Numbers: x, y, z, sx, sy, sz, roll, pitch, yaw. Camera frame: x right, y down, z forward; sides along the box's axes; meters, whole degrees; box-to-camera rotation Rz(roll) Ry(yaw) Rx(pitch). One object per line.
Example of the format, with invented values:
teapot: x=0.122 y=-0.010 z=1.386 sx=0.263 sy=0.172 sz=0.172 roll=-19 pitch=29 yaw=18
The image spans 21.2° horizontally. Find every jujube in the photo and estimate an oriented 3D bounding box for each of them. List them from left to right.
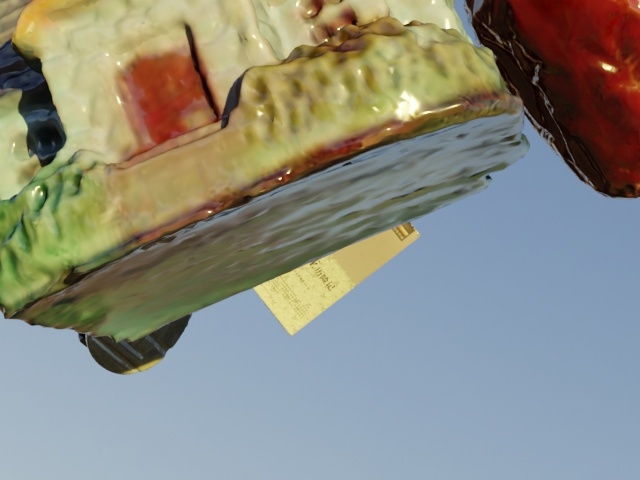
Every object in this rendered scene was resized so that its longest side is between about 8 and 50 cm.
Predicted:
jujube: x=0.259 y=-0.198 z=1.601 sx=0.223 sy=0.223 sz=0.318 roll=-18 pitch=-79 yaw=59

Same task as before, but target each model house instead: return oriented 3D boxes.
model house: x=-0.078 y=-0.153 z=1.175 sx=0.360 sy=0.339 sz=0.297 roll=-23 pitch=-13 yaw=11

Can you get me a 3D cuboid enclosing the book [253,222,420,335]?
book: x=0.000 y=0.000 z=1.829 sx=0.127 sy=0.182 sz=0.014 roll=53 pitch=0 yaw=-4

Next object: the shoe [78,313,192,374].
shoe: x=-0.154 y=0.020 z=1.604 sx=0.099 sy=0.227 sz=0.125 roll=40 pitch=-14 yaw=-23
